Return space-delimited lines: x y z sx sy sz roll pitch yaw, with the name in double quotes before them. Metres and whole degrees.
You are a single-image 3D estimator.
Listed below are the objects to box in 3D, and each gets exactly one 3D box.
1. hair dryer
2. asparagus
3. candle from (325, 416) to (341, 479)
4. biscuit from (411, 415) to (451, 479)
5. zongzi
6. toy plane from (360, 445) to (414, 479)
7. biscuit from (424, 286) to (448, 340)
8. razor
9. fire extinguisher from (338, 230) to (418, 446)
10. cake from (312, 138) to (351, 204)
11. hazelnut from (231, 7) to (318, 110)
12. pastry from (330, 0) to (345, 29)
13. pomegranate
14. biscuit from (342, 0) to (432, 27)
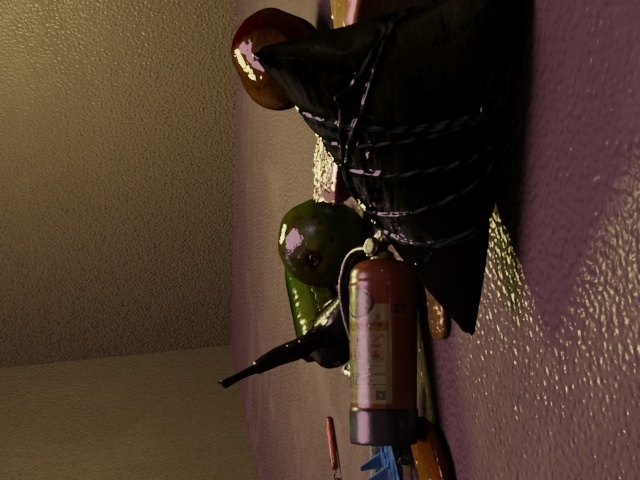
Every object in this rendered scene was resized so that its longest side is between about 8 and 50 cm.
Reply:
"hair dryer" -0.036 0.189 1.748 0.120 0.359 0.304 52 144 21
"asparagus" -0.026 0.122 2.191 0.382 0.108 0.128 -106 15 -49
"candle" 0.031 0.516 2.257 0.026 0.021 0.167 -37 55 52
"biscuit" 0.183 0.369 1.485 0.126 0.025 0.206 101 160 -51
"zongzi" 0.131 -0.086 1.141 0.383 0.319 0.362 69 -174 -60
"toy plane" 0.126 0.335 1.631 0.169 0.078 0.246 -119 34 -62
"biscuit" 0.178 0.082 1.426 0.071 0.018 0.147 164 100 -76
"razor" 0.107 0.374 1.803 0.111 0.056 0.278 13 115 61
"fire extinguisher" 0.080 0.147 1.540 0.200 0.113 0.376 -4 82 39
"cake" 0.052 -0.211 1.709 0.116 0.112 0.295 -144 51 -63
"hazelnut" -0.085 -0.409 2.077 0.229 0.229 0.230 176 90 -78
"pastry" 0.083 -0.408 1.417 0.265 0.133 0.265 175 90 -79
"pomegranate" 0.011 -0.007 1.859 0.225 0.187 0.187 -53 -34 -65
"biscuit" 0.101 -0.320 1.242 0.040 0.204 0.309 29 127 31
